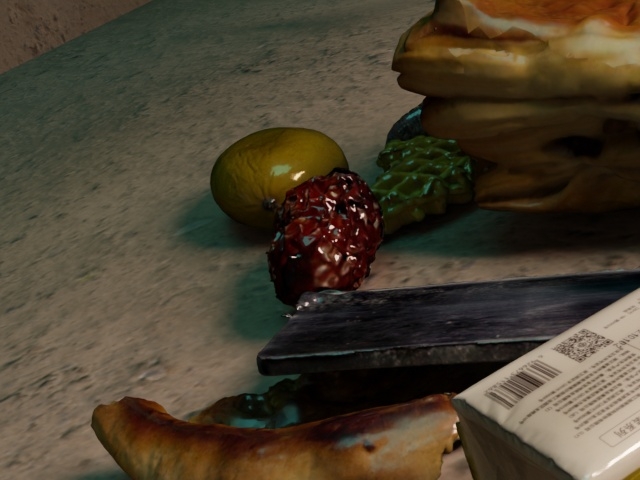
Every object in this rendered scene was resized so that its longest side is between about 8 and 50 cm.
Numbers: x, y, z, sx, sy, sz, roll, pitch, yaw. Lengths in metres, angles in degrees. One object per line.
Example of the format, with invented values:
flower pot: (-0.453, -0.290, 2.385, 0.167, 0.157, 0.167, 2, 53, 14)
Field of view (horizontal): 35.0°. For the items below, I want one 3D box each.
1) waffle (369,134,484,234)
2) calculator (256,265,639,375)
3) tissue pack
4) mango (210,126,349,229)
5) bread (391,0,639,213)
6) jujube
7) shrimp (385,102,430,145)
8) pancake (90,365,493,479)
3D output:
waffle: (0.086, -0.062, 1.003, 0.148, 0.051, 0.194, -9, 24, 20)
calculator: (0.095, 0.052, 0.677, 0.261, 0.021, 0.161, -5, 12, 16)
tissue pack: (0.159, 0.096, 0.493, 0.148, 0.099, 0.106, -26, 25, -18)
mango: (-0.053, -0.069, 1.086, 0.137, 0.091, 0.237, -20, 15, -19)
bread: (0.270, -0.127, 0.831, 0.369, 0.192, 0.314, 10, 28, 29)
jujube: (0.000, 0.004, 0.857, 0.104, 0.104, 0.166, -9, 26, 23)
shrimp: (0.146, -0.136, 1.124, 0.165, 0.065, 0.057, -19, 53, -13)
pancake: (-0.010, 0.118, 0.634, 0.257, 0.056, 0.212, -21, 20, -10)
